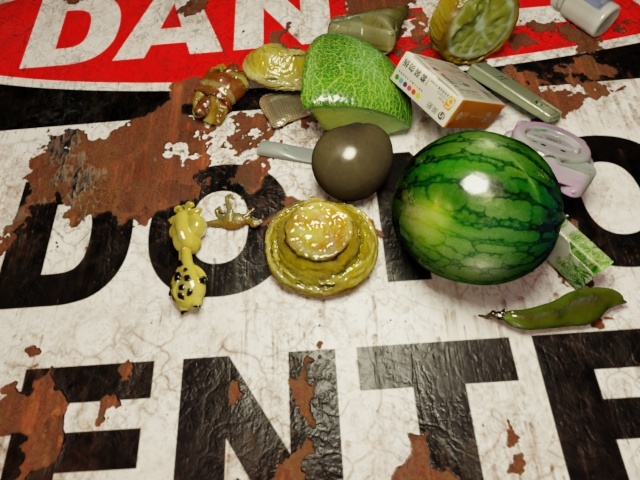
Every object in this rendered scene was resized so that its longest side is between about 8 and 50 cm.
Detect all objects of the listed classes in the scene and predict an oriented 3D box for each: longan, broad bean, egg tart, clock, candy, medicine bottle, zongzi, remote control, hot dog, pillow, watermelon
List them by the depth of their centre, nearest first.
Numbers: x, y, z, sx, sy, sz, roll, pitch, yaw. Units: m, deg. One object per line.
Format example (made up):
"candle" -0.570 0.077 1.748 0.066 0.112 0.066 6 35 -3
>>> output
"watermelon" 0.339 -0.070 0.984 0.363 0.363 0.363 -1 63 3
"broad bean" 0.532 0.159 1.008 0.325 0.067 0.075 -8 51 -3
"egg tart" 0.000 0.000 1.092 0.294 0.123 0.294 -1 64 2
"longan" 0.084 -0.199 1.145 0.220 0.196 0.196 -26 64 -23
"clock" 0.577 -0.223 1.147 0.228 0.090 0.248 24 40 14
"remote control" -0.091 -0.254 1.277 0.184 0.027 0.050 11 65 8
"remote control" 0.556 -0.422 1.288 0.285 0.038 0.123 43 41 18
"candy" 0.447 -0.636 1.307 0.260 0.260 0.118 -14 63 -3
"hot dog" -0.307 -0.450 1.347 0.146 0.103 0.213 22 69 12
"egg tart" -0.114 -0.537 1.354 0.252 0.098 0.232 25 45 14
"pillow" -0.072 -0.416 1.354 0.211 0.034 0.135 -22 63 -9
"medicine bottle" 0.832 -0.737 1.416 0.103 0.103 0.186 -31 66 -12
"zongzi" 0.156 -0.707 1.445 0.228 0.115 0.256 14 59 15

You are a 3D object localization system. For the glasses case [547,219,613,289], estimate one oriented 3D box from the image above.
"glasses case" 0.549 -0.014 1.076 0.062 0.095 0.272 -30 65 -20

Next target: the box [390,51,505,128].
"box" 0.345 -0.400 1.209 0.274 0.091 0.221 -11 54 -45

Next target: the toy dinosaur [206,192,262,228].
"toy dinosaur" -0.245 -0.045 1.179 0.162 0.039 0.126 -39 71 -5

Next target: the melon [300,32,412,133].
"melon" 0.083 -0.460 1.274 0.331 0.226 0.343 -1 70 -14

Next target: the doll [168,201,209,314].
"doll" -0.332 0.038 1.115 0.117 0.086 0.291 -18 64 15
